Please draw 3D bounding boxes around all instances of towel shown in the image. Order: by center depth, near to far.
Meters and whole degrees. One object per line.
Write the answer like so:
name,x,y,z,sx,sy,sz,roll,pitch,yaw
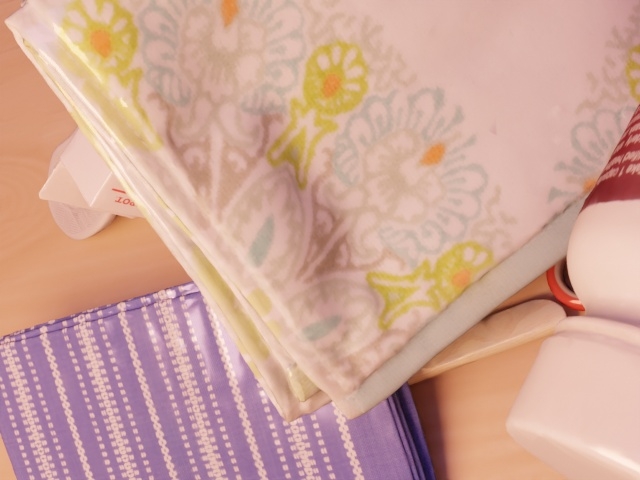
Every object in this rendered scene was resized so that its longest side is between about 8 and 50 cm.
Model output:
towel,0.050,-0.108,0.662,0.374,0.321,0.090,-38,22,-9
towel,-0.086,0.149,0.817,0.335,0.040,0.243,-16,95,22

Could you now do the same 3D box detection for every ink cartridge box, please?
ink cartridge box,-0.117,-0.074,0.810,0.181,0.104,0.062,-52,54,20

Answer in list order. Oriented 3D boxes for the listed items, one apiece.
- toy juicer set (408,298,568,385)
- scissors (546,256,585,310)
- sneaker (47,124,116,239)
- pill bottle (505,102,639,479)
toy juicer set,0.000,0.000,0.817,0.209,0.089,0.329,-42,65,10
scissors,0.268,-0.052,0.743,0.297,0.021,0.109,-30,66,17
sneaker,-0.147,-0.089,0.916,0.079,0.121,0.217,49,135,14
pill bottle,0.273,-0.025,0.587,0.224,0.224,0.392,25,79,27
